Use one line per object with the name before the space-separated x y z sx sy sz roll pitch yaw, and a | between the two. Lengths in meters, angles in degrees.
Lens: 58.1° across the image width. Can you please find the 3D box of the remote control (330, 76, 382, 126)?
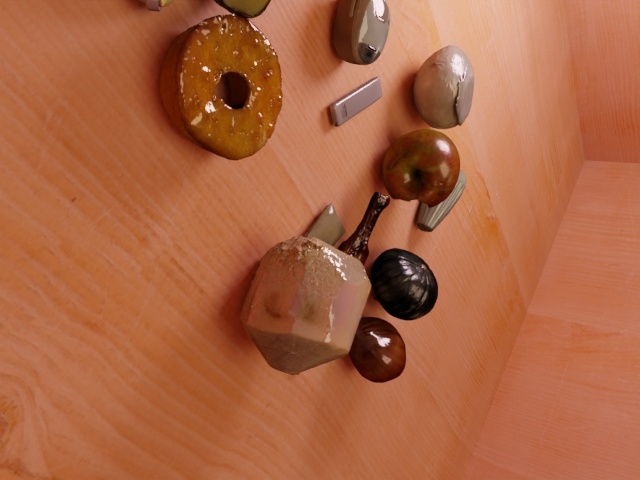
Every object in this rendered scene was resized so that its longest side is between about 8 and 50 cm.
remote control | 0.104 -0.404 1.666 0.261 0.029 0.067 -42 129 -42

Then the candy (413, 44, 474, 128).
candy | 0.406 -0.504 1.903 0.295 0.185 0.296 8 90 -69

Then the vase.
vase | 0.427 -0.146 2.074 0.128 0.128 0.248 42 73 -48

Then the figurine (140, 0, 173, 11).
figurine | -0.273 -0.510 1.041 0.128 0.208 0.184 -102 -164 -60

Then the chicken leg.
chicken leg | 0.078 0.041 1.657 0.407 0.095 0.158 -57 162 -9

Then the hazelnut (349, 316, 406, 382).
hazelnut | 0.170 0.349 1.825 0.210 0.210 0.186 -35 155 -42

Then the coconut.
coconut | -0.046 0.166 1.391 0.297 0.297 0.310 41 61 -49

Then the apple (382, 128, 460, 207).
apple | 0.321 -0.227 1.814 0.226 0.246 0.247 -43 132 -58

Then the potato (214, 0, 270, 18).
potato | -0.156 -0.584 1.212 0.160 0.111 0.272 22 79 -15

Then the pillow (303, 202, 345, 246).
pillow | 0.000 0.000 1.606 0.208 0.053 0.119 -56 139 -32

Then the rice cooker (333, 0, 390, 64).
rice cooker | 0.109 -0.577 1.548 0.145 0.127 0.207 5 91 -53

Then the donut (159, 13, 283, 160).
donut | -0.211 -0.320 1.212 0.302 0.110 0.303 -21 117 -49

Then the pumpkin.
pumpkin | 0.261 0.144 1.873 0.250 0.216 0.250 48 29 -38
